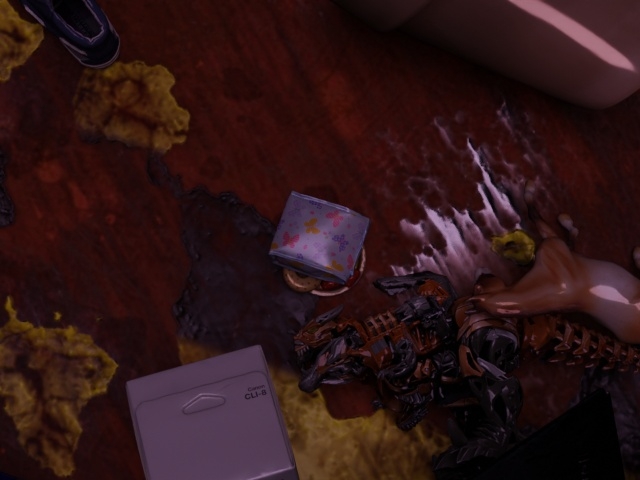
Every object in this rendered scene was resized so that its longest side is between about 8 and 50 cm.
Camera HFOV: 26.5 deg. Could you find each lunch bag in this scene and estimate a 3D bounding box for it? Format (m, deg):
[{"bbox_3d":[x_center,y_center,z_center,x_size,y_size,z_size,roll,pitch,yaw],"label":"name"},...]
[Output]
[{"bbox_3d":[0.000,0.000,1.325,0.083,0.053,0.071,16,77,10],"label":"lunch bag"}]

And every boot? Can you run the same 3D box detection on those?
[{"bbox_3d":[-0.271,-0.257,1.357,0.190,0.086,0.069,45,81,4],"label":"boot"}]

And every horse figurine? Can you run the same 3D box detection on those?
[{"bbox_3d":[0.276,0.039,1.309,0.263,0.066,0.174,21,40,-4],"label":"horse figurine"}]

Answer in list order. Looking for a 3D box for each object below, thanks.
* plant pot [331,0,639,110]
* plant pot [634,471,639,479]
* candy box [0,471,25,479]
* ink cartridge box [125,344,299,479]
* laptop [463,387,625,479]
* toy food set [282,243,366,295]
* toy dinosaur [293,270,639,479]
[{"bbox_3d":[0.213,-0.281,1.299,0.280,0.323,0.323,34,80,-13],"label":"plant pot"},{"bbox_3d":[0.316,0.298,1.248,0.032,0.236,0.236,1,78,33],"label":"plant pot"},{"bbox_3d":[-0.432,0.242,1.174,0.317,0.268,0.122,7,76,-1],"label":"candy box"},{"bbox_3d":[-0.090,0.200,1.229,0.128,0.176,0.127,-16,58,-5],"label":"ink cartridge box"},{"bbox_3d":[0.068,0.361,1.216,0.408,0.236,0.382,-5,113,21],"label":"laptop"},{"bbox_3d":[0.004,0.014,1.360,0.083,0.020,0.082,7,80,-1],"label":"toy food set"},{"bbox_3d":[0.141,0.124,1.292,0.322,0.164,0.218,-13,64,16],"label":"toy dinosaur"}]
